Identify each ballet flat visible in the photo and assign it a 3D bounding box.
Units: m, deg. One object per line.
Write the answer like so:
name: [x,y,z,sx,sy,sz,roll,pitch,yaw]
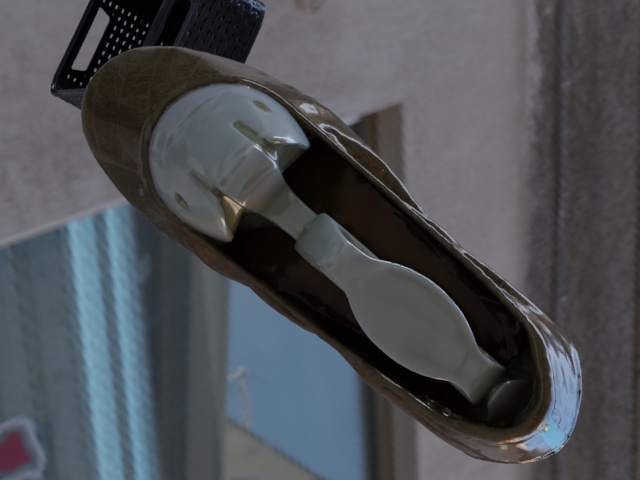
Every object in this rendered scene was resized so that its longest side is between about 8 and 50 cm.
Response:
ballet flat: [0.000,0.000,0.812,0.342,0.124,0.116,42,-88,8]

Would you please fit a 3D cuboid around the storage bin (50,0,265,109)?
storage bin: [-0.135,-0.155,1.220,0.180,0.084,0.122,8,-108,62]
